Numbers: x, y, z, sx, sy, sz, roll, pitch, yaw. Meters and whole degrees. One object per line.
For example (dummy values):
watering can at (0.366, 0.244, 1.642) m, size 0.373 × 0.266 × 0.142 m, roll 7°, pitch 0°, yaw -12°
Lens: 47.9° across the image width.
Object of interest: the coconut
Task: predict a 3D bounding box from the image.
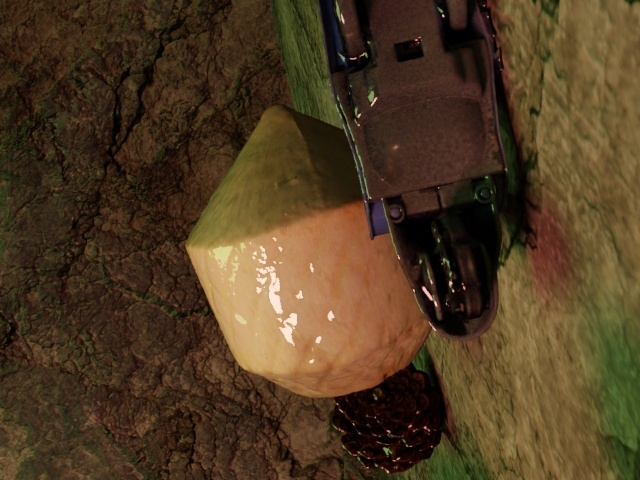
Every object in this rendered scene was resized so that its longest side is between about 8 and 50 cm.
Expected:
coconut at (0.000, 0.000, 0.824) m, size 0.329 × 0.329 × 0.328 m, roll 167°, pitch 90°, yaw -86°

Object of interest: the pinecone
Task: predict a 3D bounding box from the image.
pinecone at (0.104, 0.267, 1.065) m, size 0.165 × 0.163 × 0.162 m, roll 69°, pitch -176°, yaw -50°

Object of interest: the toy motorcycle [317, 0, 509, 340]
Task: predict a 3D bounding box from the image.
toy motorcycle at (0.078, -0.098, 0.586) m, size 0.212 × 0.125 × 0.358 m, roll 36°, pitch -137°, yaw -84°
